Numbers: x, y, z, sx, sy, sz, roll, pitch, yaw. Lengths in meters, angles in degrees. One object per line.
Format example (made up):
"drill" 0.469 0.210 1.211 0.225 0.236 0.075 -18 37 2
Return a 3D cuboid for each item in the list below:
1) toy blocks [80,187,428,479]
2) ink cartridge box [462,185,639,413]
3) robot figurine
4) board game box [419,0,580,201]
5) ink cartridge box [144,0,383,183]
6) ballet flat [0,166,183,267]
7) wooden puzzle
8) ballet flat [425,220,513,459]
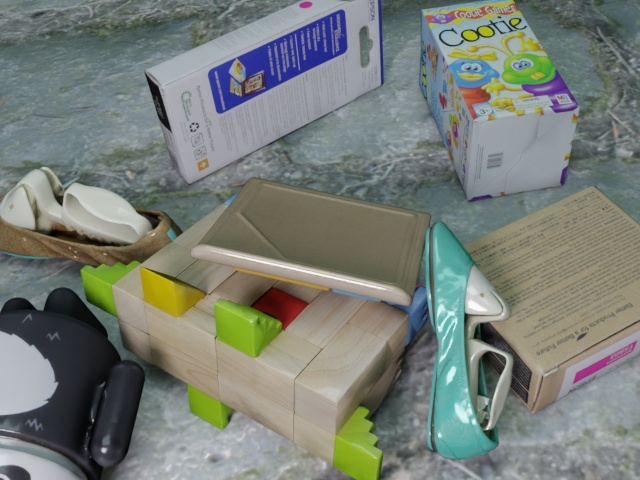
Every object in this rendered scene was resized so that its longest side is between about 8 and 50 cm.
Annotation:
"toy blocks" -0.034 0.070 0.890 0.381 0.191 0.261 23 42 25
"ink cartridge box" 0.282 0.060 0.903 0.234 0.088 0.193 -23 50 -16
"robot figurine" -0.298 0.181 0.792 0.173 0.209 0.278 25 42 -23
"board game box" 0.243 -0.210 1.122 0.142 0.144 0.275 -9 47 -3
"ink cartridge box" -0.068 -0.241 1.165 0.370 0.176 0.069 -28 49 -19
"ballet flat" -0.325 -0.029 1.030 0.342 0.124 0.116 15 50 20
"wooden puzzle" 0.000 0.000 0.843 0.220 0.044 0.239 12 23 7
"ballet flat" 0.157 0.101 0.815 0.087 0.083 0.247 -3 82 25
